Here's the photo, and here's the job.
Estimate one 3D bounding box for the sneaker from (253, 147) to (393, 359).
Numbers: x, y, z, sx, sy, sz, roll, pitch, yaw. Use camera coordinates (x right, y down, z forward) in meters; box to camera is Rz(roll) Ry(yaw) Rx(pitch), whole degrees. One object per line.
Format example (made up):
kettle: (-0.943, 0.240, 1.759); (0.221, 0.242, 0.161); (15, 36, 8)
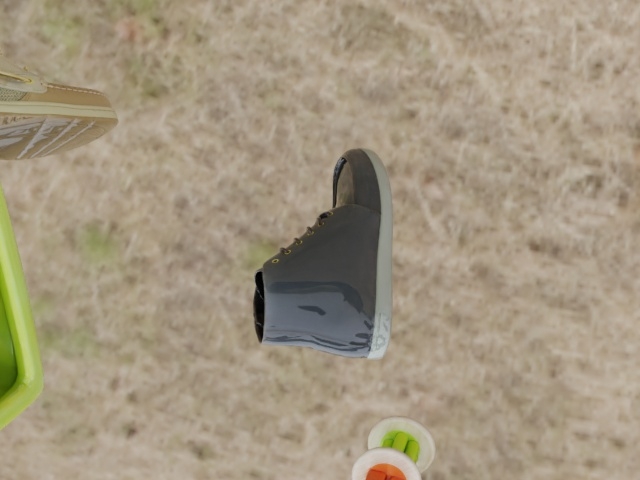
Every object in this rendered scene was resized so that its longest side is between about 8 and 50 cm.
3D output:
sneaker: (0.000, 0.000, 1.171); (0.118, 0.222, 0.083); (6, 143, -10)

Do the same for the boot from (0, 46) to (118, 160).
boot: (-0.311, -0.177, 1.151); (0.262, 0.203, 0.095); (-3, 159, -43)

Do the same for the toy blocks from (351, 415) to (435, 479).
toy blocks: (0.068, 0.208, 0.935); (0.054, 0.148, 0.123); (-39, 97, 24)

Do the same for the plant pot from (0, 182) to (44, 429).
plant pot: (-0.348, 0.043, 0.849); (0.207, 0.228, 0.227); (6, 116, 29)
